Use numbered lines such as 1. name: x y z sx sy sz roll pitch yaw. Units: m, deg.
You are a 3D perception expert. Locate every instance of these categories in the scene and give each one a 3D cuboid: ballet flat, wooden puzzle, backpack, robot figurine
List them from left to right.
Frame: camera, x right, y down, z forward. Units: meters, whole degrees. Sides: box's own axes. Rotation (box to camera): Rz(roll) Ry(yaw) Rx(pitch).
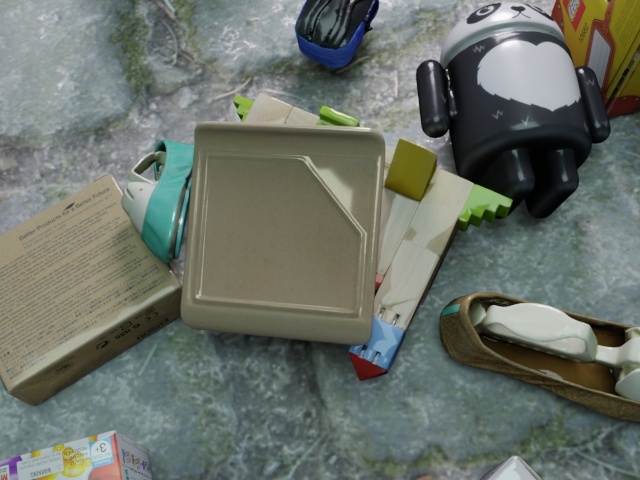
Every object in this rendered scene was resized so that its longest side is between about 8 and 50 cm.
1. ballet flat: -0.200 -0.054 0.974 0.087 0.083 0.247 14 30 -9
2. wooden puzzle: -0.042 -0.009 0.880 0.220 0.044 0.239 4 93 12
3. backpack: 0.024 -0.305 1.111 0.098 0.101 0.120 22 74 13
4. robot figurine: 0.247 -0.170 1.003 0.173 0.209 0.278 -22 62 35
5. ballet flat: 0.307 0.126 0.904 0.342 0.124 0.116 17 69 9

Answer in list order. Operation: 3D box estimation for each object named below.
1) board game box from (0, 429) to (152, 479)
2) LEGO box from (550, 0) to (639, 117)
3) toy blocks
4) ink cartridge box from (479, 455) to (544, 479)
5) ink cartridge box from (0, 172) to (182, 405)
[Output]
1. board game box: -0.242 0.362 0.818 0.142 0.144 0.275 -15 66 -3
2. LEGO box: 0.525 -0.383 0.908 0.372 0.500 0.193 -14 68 -4
3. toy blocks: 0.000 0.000 0.960 0.381 0.191 0.261 25 81 12
4. ink cartridge box: 0.072 0.369 0.783 0.371 0.176 0.069 -38 71 -12
5. ink cartridge box: -0.310 0.059 0.979 0.234 0.088 0.193 -32 68 -10
